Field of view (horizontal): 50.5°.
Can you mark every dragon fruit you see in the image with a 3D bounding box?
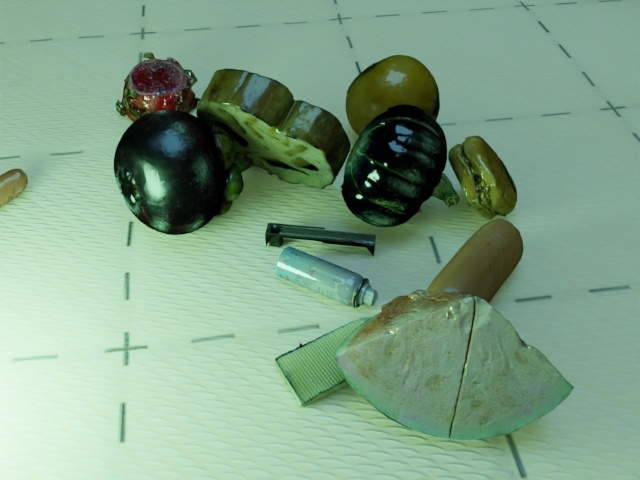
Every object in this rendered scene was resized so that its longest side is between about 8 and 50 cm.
[{"bbox_3d":[-0.468,-0.450,1.995,0.282,0.147,0.211,-11,44,-10],"label":"dragon fruit"}]

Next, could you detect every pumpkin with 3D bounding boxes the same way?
[{"bbox_3d":[0.201,-0.168,1.614,0.296,0.295,0.295,0,43,0],"label":"pumpkin"}]

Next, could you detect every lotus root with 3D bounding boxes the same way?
[{"bbox_3d":[-0.118,-0.255,1.632,0.390,0.375,0.111,30,71,-24],"label":"lotus root"}]

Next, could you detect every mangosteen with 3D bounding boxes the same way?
[{"bbox_3d":[-0.332,-0.170,1.597,0.300,0.300,0.300,0,43,0],"label":"mangosteen"}]

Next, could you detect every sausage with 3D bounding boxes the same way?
[{"bbox_3d":[-0.870,-0.083,1.651,0.327,0.079,0.087,-30,62,-26],"label":"sausage"},{"bbox_3d":[0.340,0.067,1.470,0.121,0.121,0.304,28,50,26],"label":"sausage"}]

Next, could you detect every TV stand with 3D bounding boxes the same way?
[{"bbox_3d":[0.000,0.000,1.590,0.257,0.049,0.040,6,45,5],"label":"TV stand"}]

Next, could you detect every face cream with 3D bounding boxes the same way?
[{"bbox_3d":[0.016,0.085,1.481,0.229,0.075,0.075,21,47,21],"label":"face cream"}]

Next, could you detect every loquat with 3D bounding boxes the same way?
[{"bbox_3d":[0.194,-0.381,1.852,0.263,0.263,0.263,0,43,0],"label":"loquat"}]

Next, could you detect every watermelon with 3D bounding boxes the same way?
[{"bbox_3d":[0.241,0.215,1.275,0.319,0.292,0.222,-36,7,15],"label":"watermelon"}]

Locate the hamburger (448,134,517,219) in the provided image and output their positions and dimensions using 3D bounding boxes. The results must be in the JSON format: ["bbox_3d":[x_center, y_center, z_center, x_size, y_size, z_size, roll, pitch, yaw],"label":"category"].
[{"bbox_3d":[0.393,-0.149,1.644,0.108,0.214,0.213,-30,37,25],"label":"hamburger"}]

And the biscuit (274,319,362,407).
[{"bbox_3d":[0.020,0.241,1.341,0.199,0.040,0.121,-22,51,-21],"label":"biscuit"}]
